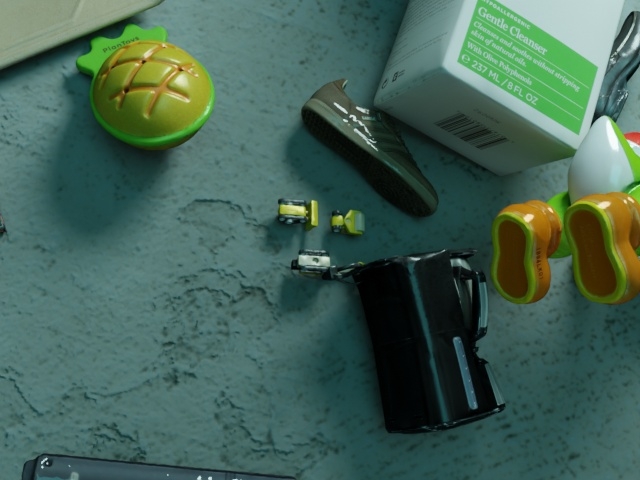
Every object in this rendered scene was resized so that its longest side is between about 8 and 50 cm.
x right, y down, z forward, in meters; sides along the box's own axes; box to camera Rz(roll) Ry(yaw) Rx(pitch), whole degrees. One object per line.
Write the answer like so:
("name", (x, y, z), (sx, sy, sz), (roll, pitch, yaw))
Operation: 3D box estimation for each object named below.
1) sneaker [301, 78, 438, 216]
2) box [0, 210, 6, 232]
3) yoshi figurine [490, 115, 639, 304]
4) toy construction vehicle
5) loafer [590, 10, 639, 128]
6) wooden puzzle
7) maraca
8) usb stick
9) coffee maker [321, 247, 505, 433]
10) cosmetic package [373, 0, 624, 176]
("sneaker", (0.069, -0.108, 1.020), (0.188, 0.066, 0.071), (41, 68, -1))
("box", (-0.388, -0.062, 0.937), (0.094, 0.027, 0.137), (-17, 81, -13))
("yoshi figurine", (0.351, -0.007, 0.970), (0.362, 0.203, 0.203), (-23, 61, -38))
("toy construction vehicle", (0.000, 0.000, 1.001), (0.098, 0.035, 0.085), (3, 65, -13))
("loafer", (0.348, -0.212, 1.104), (0.061, 0.062, 0.170), (26, 72, 1))
("wooden puzzle", (-0.317, -0.313, 1.007), (0.239, 0.044, 0.220), (-28, 84, -11))
("maraca", (-0.187, -0.167, 0.970), (0.127, 0.099, 0.185), (-24, 57, -18))
("usb stick", (-0.152, 0.259, 0.899), (0.278, 0.045, 0.077), (8, 76, -9))
("coffee maker", (0.096, 0.108, 0.948), (0.171, 0.120, 0.178), (-9, 80, -11))
("cosmetic package", (0.221, -0.282, 1.028), (0.197, 0.155, 0.365), (25, 74, -21))
